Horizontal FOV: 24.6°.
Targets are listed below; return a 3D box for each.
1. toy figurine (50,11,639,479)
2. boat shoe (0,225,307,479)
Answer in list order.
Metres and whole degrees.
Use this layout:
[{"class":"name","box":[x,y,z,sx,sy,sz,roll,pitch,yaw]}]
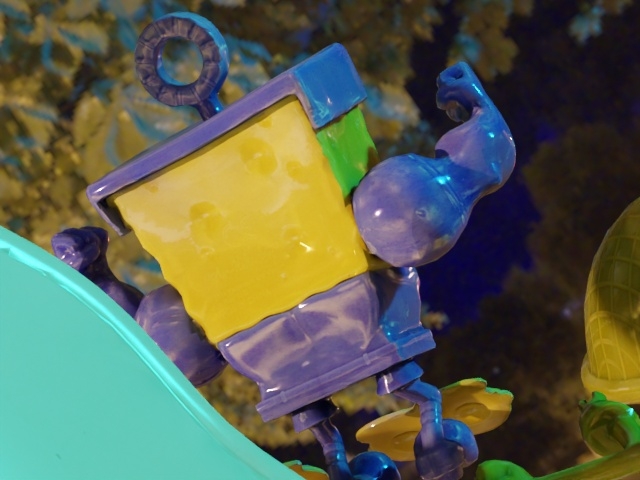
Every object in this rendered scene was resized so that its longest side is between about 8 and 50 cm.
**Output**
[{"class":"toy figurine","box":[0.000,0.000,0.554,0.363,0.217,0.191,-28,-1,26]},{"class":"boat shoe","box":[-0.059,0.095,0.385,0.099,0.319,0.116,-41,27,32]}]
